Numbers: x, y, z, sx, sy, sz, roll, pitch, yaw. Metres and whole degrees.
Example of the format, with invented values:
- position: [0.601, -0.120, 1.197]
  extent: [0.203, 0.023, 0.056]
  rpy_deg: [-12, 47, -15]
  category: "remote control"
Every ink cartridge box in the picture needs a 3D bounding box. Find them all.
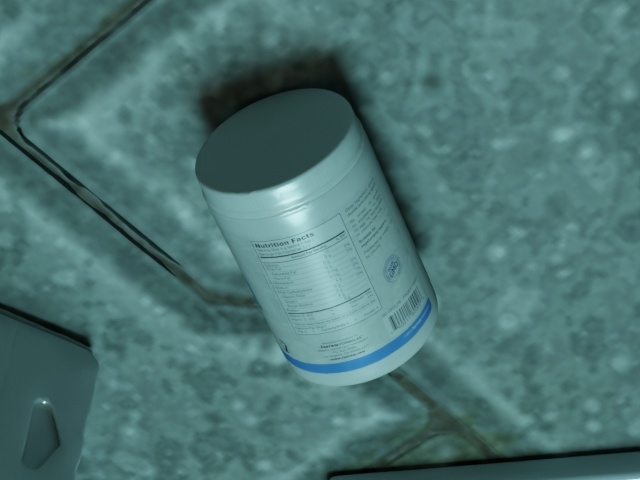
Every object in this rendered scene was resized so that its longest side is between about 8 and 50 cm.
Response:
- position: [-0.180, 0.137, 0.874]
  extent: [0.082, 0.140, 0.191]
  rpy_deg: [25, 123, -14]
  category: "ink cartridge box"

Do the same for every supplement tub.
- position: [0.000, 0.000, 0.810]
  extent: [0.071, 0.071, 0.107]
  rpy_deg: [-17, 124, 13]
  category: "supplement tub"

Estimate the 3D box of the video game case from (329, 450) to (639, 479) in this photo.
- position: [0.107, 0.175, 0.971]
  extent: [0.190, 0.022, 0.173]
  rpy_deg: [-5, 127, 5]
  category: "video game case"
